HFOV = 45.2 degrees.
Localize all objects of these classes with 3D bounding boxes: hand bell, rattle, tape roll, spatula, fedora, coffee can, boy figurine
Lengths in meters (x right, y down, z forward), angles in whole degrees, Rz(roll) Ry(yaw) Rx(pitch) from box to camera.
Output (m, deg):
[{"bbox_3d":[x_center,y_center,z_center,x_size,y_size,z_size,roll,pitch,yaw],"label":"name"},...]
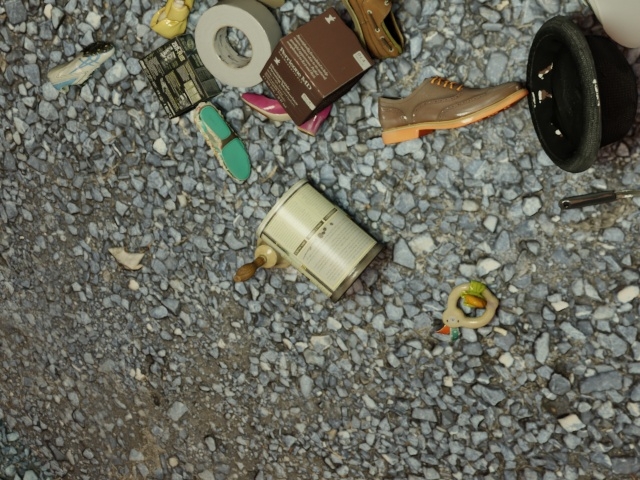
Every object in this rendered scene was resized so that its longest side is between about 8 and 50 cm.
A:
[{"bbox_3d":[-0.168,0.057,2.072,0.126,0.242,0.126,8,112,21],"label":"hand bell"},{"bbox_3d":[0.360,0.207,1.965,0.130,0.142,0.200,38,115,-15],"label":"rattle"},{"bbox_3d":[-0.205,-0.500,1.944,0.219,0.072,0.219,15,131,18],"label":"tape roll"},{"bbox_3d":[0.697,-0.103,1.760,0.297,0.030,0.084,-8,108,25],"label":"spatula"},{"bbox_3d":[0.568,-0.316,1.644,0.153,0.334,0.333,-10,108,-10],"label":"fedora"},{"bbox_3d":[0.000,0.000,2.001,0.275,0.201,0.201,41,120,4],"label":"coffee can"},{"bbox_3d":[-0.359,-0.634,1.951,0.092,0.177,0.285,12,145,-20],"label":"boy figurine"}]

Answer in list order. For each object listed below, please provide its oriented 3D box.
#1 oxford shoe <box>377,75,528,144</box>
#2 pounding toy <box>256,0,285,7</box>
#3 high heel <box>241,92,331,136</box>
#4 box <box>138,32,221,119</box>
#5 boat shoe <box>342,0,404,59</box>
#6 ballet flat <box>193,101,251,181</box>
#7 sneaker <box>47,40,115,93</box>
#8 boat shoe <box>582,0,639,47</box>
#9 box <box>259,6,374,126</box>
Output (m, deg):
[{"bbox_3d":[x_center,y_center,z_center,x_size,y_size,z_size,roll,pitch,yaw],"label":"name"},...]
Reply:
[{"bbox_3d":[0.296,-0.326,1.797,0.364,0.130,0.132,-12,98,26],"label":"oxford shoe"},{"bbox_3d":[-0.169,-0.657,1.839,0.183,0.237,0.110,17,89,28],"label":"pounding toy"},{"bbox_3d":[-0.088,-0.363,1.989,0.244,0.082,0.117,27,89,26],"label":"high heel"},{"bbox_3d":[-0.378,-0.440,2.069,0.147,0.077,0.180,-24,99,29],"label":"box"},{"bbox_3d":[0.118,-0.547,1.751,0.105,0.110,0.307,3,146,24],"label":"boat shoe"},{"bbox_3d":[-0.266,-0.270,2.085,0.077,0.091,0.240,19,141,60],"label":"ballet flat"},{"bbox_3d":[-0.667,-0.492,2.182,0.237,0.085,0.086,-21,126,25],"label":"sneaker"},{"bbox_3d":[0.587,-0.532,1.609,0.301,0.102,0.108,39,114,-18],"label":"boat shoe"},{"bbox_3d":[-0.013,-0.407,1.827,0.168,0.167,0.203,53,159,-2],"label":"box"}]
